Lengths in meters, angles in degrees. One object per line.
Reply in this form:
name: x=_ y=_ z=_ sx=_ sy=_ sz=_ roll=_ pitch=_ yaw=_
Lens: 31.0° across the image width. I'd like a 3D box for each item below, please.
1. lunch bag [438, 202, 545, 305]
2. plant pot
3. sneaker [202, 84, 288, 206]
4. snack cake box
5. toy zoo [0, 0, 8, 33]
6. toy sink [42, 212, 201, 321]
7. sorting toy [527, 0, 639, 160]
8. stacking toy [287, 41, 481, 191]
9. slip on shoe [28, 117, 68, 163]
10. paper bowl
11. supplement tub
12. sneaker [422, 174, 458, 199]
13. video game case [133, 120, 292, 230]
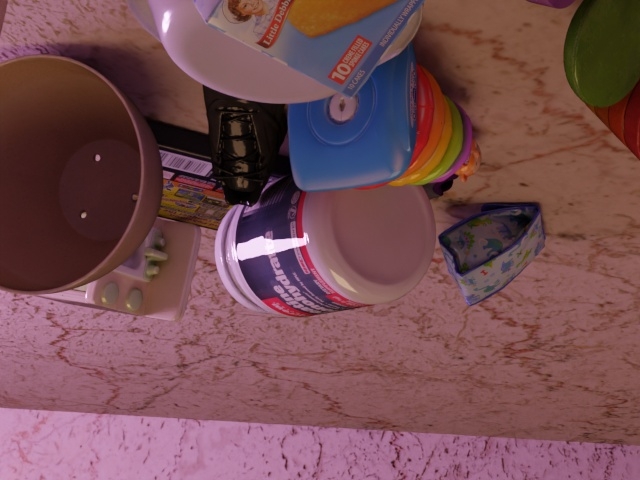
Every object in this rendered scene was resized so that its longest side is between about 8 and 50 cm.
lunch bag: x=0.258 y=0.010 z=1.693 sx=0.151 sy=0.096 sz=0.129 roll=-27 pitch=154 yaw=2
plant pot: x=-0.310 y=-0.073 z=1.437 sx=0.284 sy=0.284 sz=0.191 roll=-1 pitch=176 yaw=16
sneaker: x=-0.088 y=-0.132 z=1.374 sx=0.109 sy=0.130 sz=0.286 roll=6 pitch=157 yaw=7
snack cake box: x=0.030 y=-0.260 z=0.889 sx=0.152 sy=0.089 sz=0.264 roll=21 pitch=116 yaw=-36
toy zoo: x=-0.428 y=-0.242 z=1.100 sx=0.030 sy=0.192 sz=0.293 roll=-9 pitch=153 yaw=32
toy sink: x=-0.319 y=0.026 z=1.722 sx=0.234 sy=0.153 sz=0.131 roll=8 pitch=172 yaw=32
sorting toy: x=0.268 y=-0.201 z=1.191 sx=0.126 sy=0.127 sz=0.365 roll=27 pitch=175 yaw=44
stacking toy: x=0.112 y=-0.122 z=1.353 sx=0.165 sy=0.175 sz=0.302 roll=-7 pitch=167 yaw=36
slip on shoe: x=-0.351 y=-0.138 z=1.545 sx=0.041 sy=0.051 sz=0.135 roll=-26 pitch=138 yaw=34
paper bowl: x=-0.044 y=-0.234 z=1.085 sx=0.284 sy=0.148 sz=0.284 roll=6 pitch=157 yaw=2
supplement tub: x=0.000 y=0.000 z=1.491 sx=0.191 sy=0.191 sz=0.272 roll=19 pitch=161 yaw=-30
sneaker: x=0.122 y=-0.061 z=1.568 sx=0.098 sy=0.083 sz=0.224 roll=6 pitch=158 yaw=-15
video game case: x=-0.161 y=-0.079 z=1.655 sx=0.274 sy=0.035 sz=0.248 roll=13 pitch=157 yaw=-20
